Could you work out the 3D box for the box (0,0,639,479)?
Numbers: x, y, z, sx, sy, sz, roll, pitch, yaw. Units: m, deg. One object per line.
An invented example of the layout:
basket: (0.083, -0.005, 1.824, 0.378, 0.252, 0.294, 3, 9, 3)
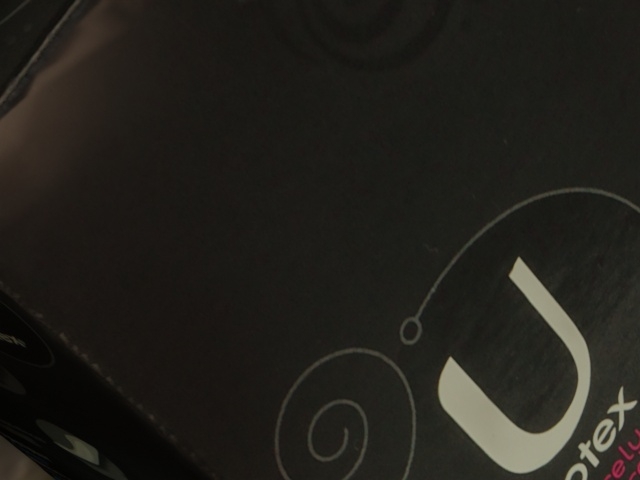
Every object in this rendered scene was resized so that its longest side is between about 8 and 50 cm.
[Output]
box: (0.000, 0.000, 0.507, 0.270, 0.143, 0.165, 46, 69, -37)
